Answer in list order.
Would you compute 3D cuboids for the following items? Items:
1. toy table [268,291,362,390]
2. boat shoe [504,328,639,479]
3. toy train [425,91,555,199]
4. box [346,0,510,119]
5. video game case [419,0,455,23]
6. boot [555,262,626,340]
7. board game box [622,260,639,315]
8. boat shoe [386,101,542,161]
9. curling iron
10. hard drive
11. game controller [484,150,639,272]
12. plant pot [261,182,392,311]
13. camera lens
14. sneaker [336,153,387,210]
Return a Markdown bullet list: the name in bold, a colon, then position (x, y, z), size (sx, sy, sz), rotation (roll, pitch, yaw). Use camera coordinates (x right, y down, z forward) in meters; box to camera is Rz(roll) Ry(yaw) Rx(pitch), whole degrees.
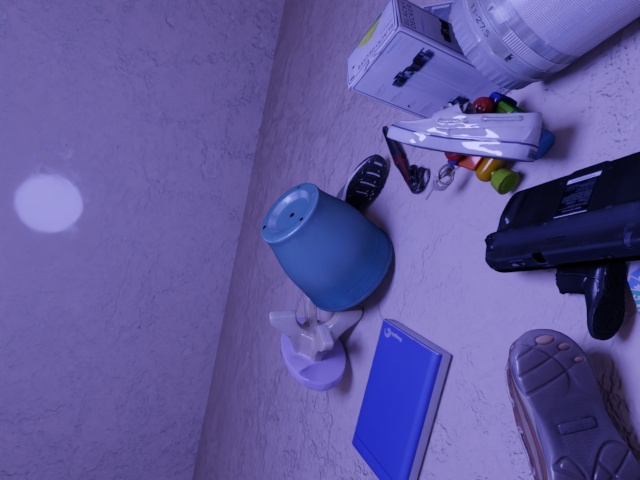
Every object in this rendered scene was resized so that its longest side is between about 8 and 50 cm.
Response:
- **toy table**: position (-0.018, 0.253, 1.178), size (0.274, 0.252, 0.160), rotation (47, 138, 51)
- **boat shoe**: position (0.333, 0.283, 0.573), size (0.116, 0.123, 0.324), rotation (70, -168, -72)
- **toy train**: position (0.308, -0.135, 0.811), size (0.143, 0.105, 0.248), rotation (57, 132, 39)
- **box**: position (0.216, -0.335, 0.850), size (0.169, 0.290, 0.087), rotation (-40, 45, 54)
- **video game case**: position (0.280, -0.522, 1.112), size (0.190, 0.022, 0.173), rotation (50, 124, 59)
- **boot**: position (0.375, 0.071, 0.609), size (0.099, 0.045, 0.121), rotation (-169, 87, -82)
- **board game box**: position (0.443, 0.020, 0.526), size (0.124, 0.039, 0.259), rotation (-41, 41, 53)
- **boat shoe**: position (0.239, -0.196, 0.744), size (0.268, 0.096, 0.088), rotation (20, 106, 42)
- **curling iron**: position (0.213, -0.217, 1.108), size (0.068, 0.035, 0.274), rotation (-56, 34, 32)
- **hard drive**: position (0.167, 0.359, 0.949), size (0.210, 0.040, 0.318), rotation (24, 101, 65)
- **game controller**: position (0.367, -0.037, 0.608), size (0.166, 0.067, 0.319), rotation (-51, 10, -18)
- **plant pot**: position (0.000, 0.000, 1.089), size (0.272, 0.255, 0.271), rotation (-28, 38, 25)
- **camera lens**: position (0.365, -0.390, 0.643), size (0.274, 0.220, 0.219), rotation (-34, 50, 57)
- **sneaker**: position (0.098, -0.142, 1.248), size (0.108, 0.100, 0.271), rotation (-99, 31, -46)
